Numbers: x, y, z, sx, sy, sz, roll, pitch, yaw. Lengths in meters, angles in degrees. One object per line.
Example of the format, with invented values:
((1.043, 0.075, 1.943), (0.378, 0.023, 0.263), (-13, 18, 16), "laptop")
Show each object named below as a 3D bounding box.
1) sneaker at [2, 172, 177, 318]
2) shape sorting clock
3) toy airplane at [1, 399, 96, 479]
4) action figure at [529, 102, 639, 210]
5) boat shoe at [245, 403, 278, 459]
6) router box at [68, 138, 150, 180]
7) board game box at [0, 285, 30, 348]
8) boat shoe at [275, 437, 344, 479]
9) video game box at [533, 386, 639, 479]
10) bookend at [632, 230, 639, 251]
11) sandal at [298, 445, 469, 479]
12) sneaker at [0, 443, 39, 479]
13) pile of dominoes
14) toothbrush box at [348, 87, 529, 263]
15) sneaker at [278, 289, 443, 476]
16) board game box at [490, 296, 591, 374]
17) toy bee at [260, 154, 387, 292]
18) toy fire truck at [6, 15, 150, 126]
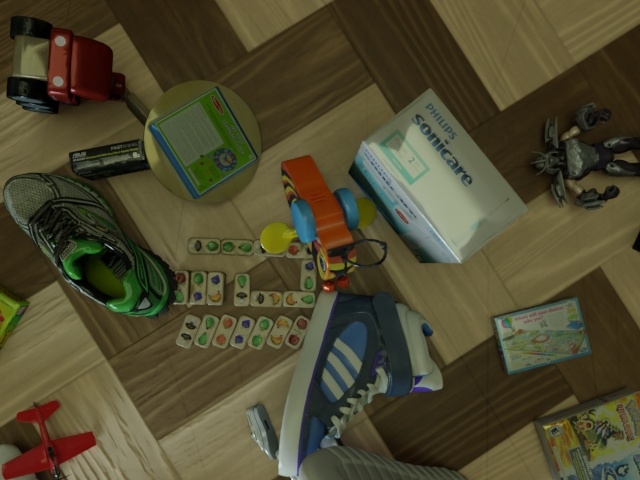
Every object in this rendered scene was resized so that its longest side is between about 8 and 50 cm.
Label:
((-0.388, -0.005, 0.997), (0.343, 0.146, 0.134), (35, 88, 11), "sneaker")
((-0.198, -0.167, 1.042), (0.206, 0.040, 0.206), (-3, 97, -25), "shape sorting clock")
((-0.459, 0.335, 1.027), (0.151, 0.028, 0.151), (13, 52, -17), "toy airplane")
((0.509, -0.149, 1.070), (0.285, 0.099, 0.185), (-4, 93, 1), "action figure")
((-0.104, 0.335, 1.063), (0.035, 0.035, 0.100), (-20, 93, 25), "boat shoe")
((-0.350, -0.136, 1.039), (0.122, 0.092, 0.038), (-12, 88, -2), "router box")
((-0.593, 0.162, 1.044), (0.092, 0.043, 0.181), (31, 87, 0), "board game box")
((0.033, 0.492, 1.008), (0.156, 0.136, 0.367), (-30, 86, -3), "boat shoe")
((0.500, 0.387, 1.073), (0.187, 0.048, 0.205), (-19, 89, -5), "video game box")
((0.654, 0.012, 1.037), (0.157, 0.156, 0.072), (25, 87, -2), "bookend")
((0.127, 0.417, 0.924), (0.416, 0.169, 0.102), (24, 100, -36), "sandal")
((-0.608, 0.449, 1.016), (0.297, 0.111, 0.129), (-28, 77, -9), "sneaker")
((-0.130, 0.094, 1.065), (0.251, 0.040, 0.196), (2, 88, -1), "pile of dominoes")
((0.164, -0.082, 0.954), (0.126, 0.295, 0.216), (-39, 90, -3), "toothbrush box")
((0.078, 0.236, 0.978), (0.236, 0.130, 0.323), (14, 58, 5), "sneaker")
((0.392, 0.168, 1.086), (0.154, 0.026, 0.103), (-13, 88, -2), "board game box")
((0.000, 0.000, 0.998), (0.195, 0.298, 0.162), (-1, 131, 0), "toy bee")
((-0.361, -0.244, 0.996), (0.246, 0.217, 0.158), (4, 93, -18), "toy fire truck")
